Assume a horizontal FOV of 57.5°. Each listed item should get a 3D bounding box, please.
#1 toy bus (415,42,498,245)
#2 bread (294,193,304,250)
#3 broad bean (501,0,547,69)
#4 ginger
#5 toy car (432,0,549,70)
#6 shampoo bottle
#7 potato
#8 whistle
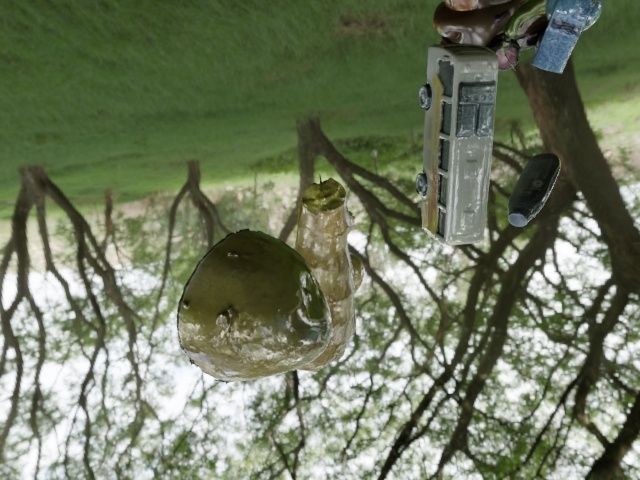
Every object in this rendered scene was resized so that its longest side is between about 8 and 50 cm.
[{"bbox_3d":[0.237,-0.166,1.027,0.097,0.342,0.138,-5,-159,-11],"label":"toy bus"},{"bbox_3d":[0.000,0.000,1.941,0.165,0.236,0.375,3,-145,0],"label":"bread"},{"bbox_3d":[0.508,-0.504,1.218,0.318,0.098,0.056,-39,-163,30],"label":"broad bean"},{"bbox_3d":[0.030,0.067,1.080,0.236,0.375,0.166,0,-146,-39],"label":"ginger"},{"bbox_3d":[0.435,-0.566,1.388,0.341,0.240,0.271,-18,-143,4],"label":"toy car"},{"bbox_3d":[0.504,-0.123,1.387,0.087,0.049,0.233,-3,-141,42],"label":"shampoo bottle"},{"bbox_3d":[-0.048,0.089,0.661,0.117,0.202,0.182,13,-116,39],"label":"potato"},{"bbox_3d":[0.394,-0.355,0.925,0.090,0.090,0.158,-12,148,-10],"label":"whistle"}]
